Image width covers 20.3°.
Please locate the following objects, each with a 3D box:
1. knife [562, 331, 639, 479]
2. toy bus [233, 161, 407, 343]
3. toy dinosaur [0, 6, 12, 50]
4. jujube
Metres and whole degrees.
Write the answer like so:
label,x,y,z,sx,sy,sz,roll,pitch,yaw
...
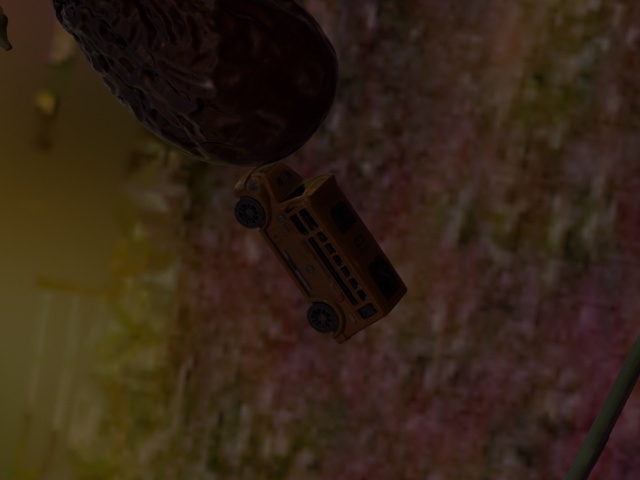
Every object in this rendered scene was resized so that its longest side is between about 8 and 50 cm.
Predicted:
label,x,y,z,sx,sy,sz,roll,pitch,yaw
knife,0.119,0.167,0.966,0.293,0.020,0.043,-63,-16,-1
toy bus,0.000,0.000,1.800,0.088,0.194,0.083,-30,9,33
toy dinosaur,-0.274,-0.193,1.091,0.259,0.153,0.094,59,-175,22
jujube,-0.100,-0.156,1.434,0.168,0.236,0.168,-43,30,32
